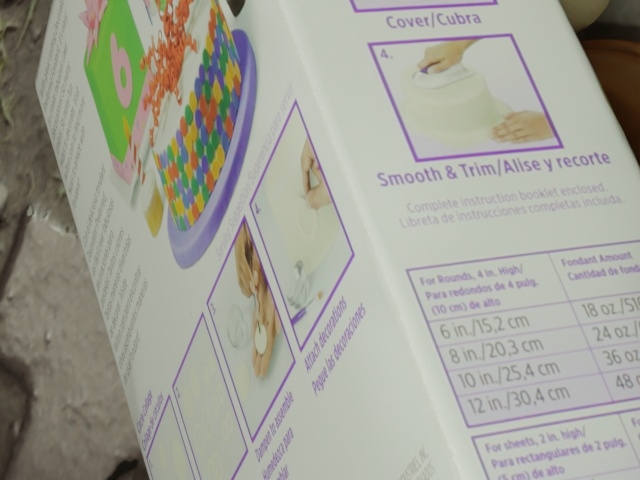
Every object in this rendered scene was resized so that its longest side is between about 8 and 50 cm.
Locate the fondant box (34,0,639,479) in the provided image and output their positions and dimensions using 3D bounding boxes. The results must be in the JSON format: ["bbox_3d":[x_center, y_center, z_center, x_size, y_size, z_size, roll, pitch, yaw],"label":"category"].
[{"bbox_3d":[0.000,0.000,0.575,0.238,0.096,0.330,116,139,-53],"label":"fondant box"}]

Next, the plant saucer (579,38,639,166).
[{"bbox_3d":[0.083,0.019,0.638,0.200,0.037,0.200,-16,67,42],"label":"plant saucer"}]

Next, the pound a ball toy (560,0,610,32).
[{"bbox_3d":[0.151,-0.186,0.522,0.319,0.136,0.208,-53,30,17],"label":"pound a ball toy"}]
